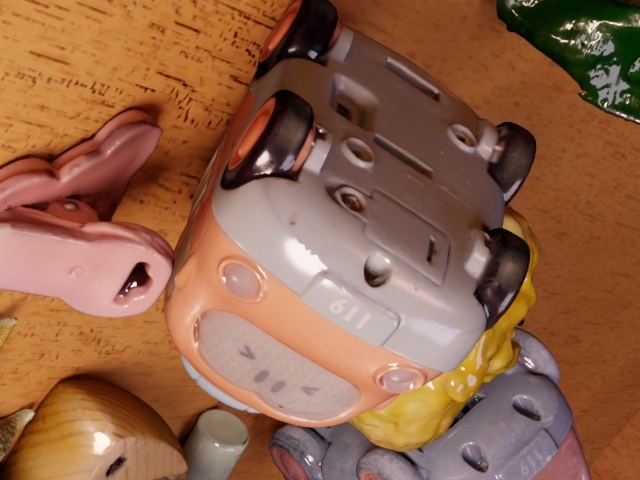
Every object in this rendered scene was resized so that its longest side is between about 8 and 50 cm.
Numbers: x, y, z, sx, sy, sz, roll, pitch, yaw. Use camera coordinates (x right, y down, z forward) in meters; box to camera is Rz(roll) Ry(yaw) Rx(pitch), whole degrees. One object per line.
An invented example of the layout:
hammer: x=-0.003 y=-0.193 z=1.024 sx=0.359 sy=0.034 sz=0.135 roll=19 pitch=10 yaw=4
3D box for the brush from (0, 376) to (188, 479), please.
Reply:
brush: x=-0.144 y=0.218 z=1.357 sx=0.174 sy=0.166 sz=0.266 roll=-37 pitch=155 yaw=-26

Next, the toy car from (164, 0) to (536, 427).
toy car: x=0.000 y=0.000 z=1.143 sx=0.212 sy=0.180 sz=0.270 roll=-50 pitch=-164 yaw=31

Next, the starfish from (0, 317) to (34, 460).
starfish: x=-0.248 y=0.133 z=1.175 sx=0.223 sy=0.050 sz=0.216 roll=-17 pitch=138 yaw=-63

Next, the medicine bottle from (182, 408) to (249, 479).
medicine bottle: x=-0.096 y=0.184 z=1.556 sx=0.047 sy=0.047 sz=0.083 roll=-21 pitch=149 yaw=-50

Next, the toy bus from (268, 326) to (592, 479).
toy bus: x=0.114 y=0.216 z=1.653 sx=0.197 sy=0.231 sz=0.294 roll=-41 pitch=-156 yaw=-27

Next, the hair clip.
hair clip: x=-0.160 y=-0.015 z=1.083 sx=0.138 sy=0.102 sz=0.123 roll=8 pitch=127 yaw=-27

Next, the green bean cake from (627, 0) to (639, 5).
green bean cake: x=0.326 y=-0.270 z=1.443 sx=0.233 sy=0.124 sz=0.236 roll=-33 pitch=156 yaw=-35

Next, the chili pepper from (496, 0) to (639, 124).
chili pepper: x=0.232 y=-0.149 z=1.382 sx=0.062 sy=0.216 sz=0.108 roll=-80 pitch=-164 yaw=-48

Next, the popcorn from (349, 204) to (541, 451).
popcorn: x=0.076 y=0.059 z=1.454 sx=0.191 sy=0.190 sz=0.253 roll=-11 pitch=150 yaw=-7
